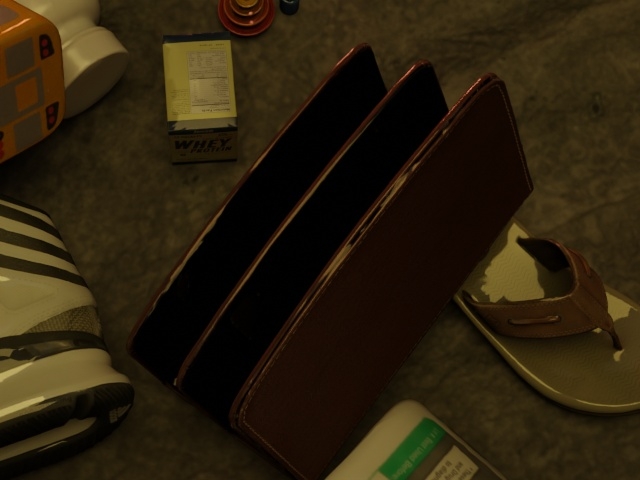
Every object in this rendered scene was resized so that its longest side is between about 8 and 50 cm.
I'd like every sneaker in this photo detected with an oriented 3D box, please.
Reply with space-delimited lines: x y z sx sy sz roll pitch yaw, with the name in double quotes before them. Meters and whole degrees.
"sneaker" -0.391 0.090 1.098 0.448 0.169 0.257 -17 67 -16

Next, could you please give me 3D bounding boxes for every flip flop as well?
"flip flop" 0.171 0.036 1.169 0.277 0.080 0.112 43 76 9

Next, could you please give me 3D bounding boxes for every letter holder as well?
"letter holder" 0.000 0.000 1.069 0.152 0.214 0.302 33 80 23

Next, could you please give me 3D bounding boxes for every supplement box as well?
"supplement box" -0.098 -0.115 1.192 0.056 0.083 0.083 -4 74 -4

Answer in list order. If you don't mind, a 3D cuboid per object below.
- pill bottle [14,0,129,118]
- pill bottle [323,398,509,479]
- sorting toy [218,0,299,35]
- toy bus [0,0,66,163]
"pill bottle" -0.245 -0.190 1.192 0.108 0.108 0.180 -40 80 -13
"pill bottle" 0.129 0.301 1.029 0.361 0.204 0.204 41 76 8
"sorting toy" -0.045 -0.220 1.246 0.061 0.042 0.102 28 74 4
"toy bus" -0.359 -0.169 1.131 0.333 0.108 0.130 30 47 29
